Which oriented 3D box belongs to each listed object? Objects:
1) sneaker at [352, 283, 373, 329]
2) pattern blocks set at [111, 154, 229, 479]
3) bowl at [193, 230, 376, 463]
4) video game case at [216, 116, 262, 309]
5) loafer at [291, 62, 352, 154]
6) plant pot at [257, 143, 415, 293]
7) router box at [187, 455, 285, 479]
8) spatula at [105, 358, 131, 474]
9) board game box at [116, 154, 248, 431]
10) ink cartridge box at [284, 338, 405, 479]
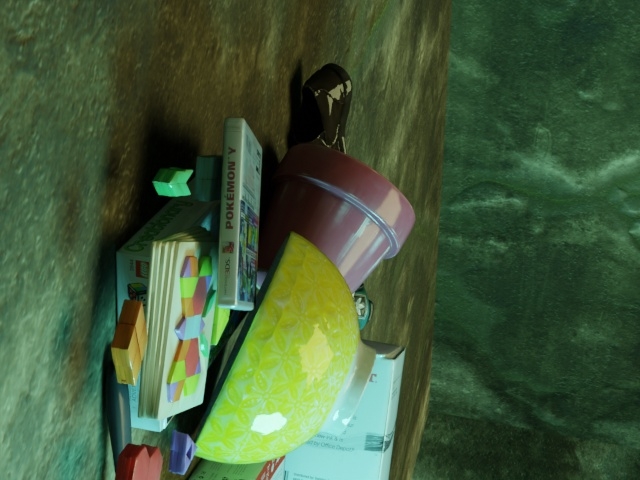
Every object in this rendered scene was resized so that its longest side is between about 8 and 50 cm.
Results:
[{"bbox_3d":[0.013,0.087,1.950,0.302,0.121,0.108,21,78,-78],"label":"sneaker"},{"bbox_3d":[-0.134,0.082,1.215,0.285,0.026,0.325,-47,143,-69],"label":"pattern blocks set"},{"bbox_3d":[-0.027,0.150,1.499,0.289,0.156,0.289,-155,-90,-87],"label":"bowl"},{"bbox_3d":[-0.082,-0.020,1.300,0.201,0.023,0.183,66,26,-85],"label":"video game case"},{"bbox_3d":[-0.011,-0.147,1.815,0.078,0.080,0.220,-21,127,-38],"label":"loafer"},{"bbox_3d":[0.000,0.000,1.698,0.180,0.201,0.201,-60,162,-18],"label":"plant pot"},{"bbox_3d":[-0.134,0.435,1.603,0.335,0.082,0.301,-53,149,-66],"label":"router box"},{"bbox_3d":[-0.205,0.257,1.260,0.084,0.030,0.296,-48,145,-71],"label":"spatula"},{"bbox_3d":[-0.138,0.046,1.362,0.305,0.053,0.193,-56,151,-64],"label":"board game box"},{"bbox_3d":[-0.003,0.278,1.794,0.121,0.211,0.289,-19,117,-76],"label":"ink cartridge box"}]
